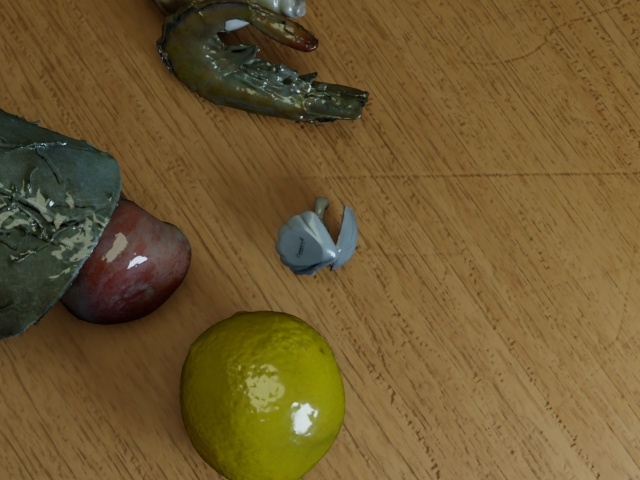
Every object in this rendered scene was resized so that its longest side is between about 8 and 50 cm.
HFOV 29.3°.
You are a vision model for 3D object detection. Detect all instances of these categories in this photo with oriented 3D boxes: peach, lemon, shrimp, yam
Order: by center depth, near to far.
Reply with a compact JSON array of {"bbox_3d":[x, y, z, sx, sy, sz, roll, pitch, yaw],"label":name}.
[{"bbox_3d":[-0.410,-0.052,1.254,0.348,0.241,0.241,24,74,-21],"label":"yam"},{"bbox_3d":[-0.061,0.171,1.312,0.178,0.178,0.203,-15,78,-10],"label":"lemon"},{"bbox_3d":[-0.232,0.024,1.355,0.152,0.152,0.152,2,77,-7],"label":"peach"},{"bbox_3d":[-0.064,-0.210,1.411,0.253,0.173,0.058,12,51,2],"label":"shrimp"}]

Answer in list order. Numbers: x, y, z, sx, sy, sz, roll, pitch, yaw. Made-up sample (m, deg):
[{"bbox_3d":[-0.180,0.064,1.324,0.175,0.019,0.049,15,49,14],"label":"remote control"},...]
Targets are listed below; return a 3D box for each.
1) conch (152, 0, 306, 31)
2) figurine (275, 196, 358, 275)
[{"bbox_3d":[-0.126,-0.338,1.436,0.275,0.149,0.183,45,72,3],"label":"conch"},{"bbox_3d":[0.000,0.000,1.414,0.082,0.086,0.094,19,117,12],"label":"figurine"}]
